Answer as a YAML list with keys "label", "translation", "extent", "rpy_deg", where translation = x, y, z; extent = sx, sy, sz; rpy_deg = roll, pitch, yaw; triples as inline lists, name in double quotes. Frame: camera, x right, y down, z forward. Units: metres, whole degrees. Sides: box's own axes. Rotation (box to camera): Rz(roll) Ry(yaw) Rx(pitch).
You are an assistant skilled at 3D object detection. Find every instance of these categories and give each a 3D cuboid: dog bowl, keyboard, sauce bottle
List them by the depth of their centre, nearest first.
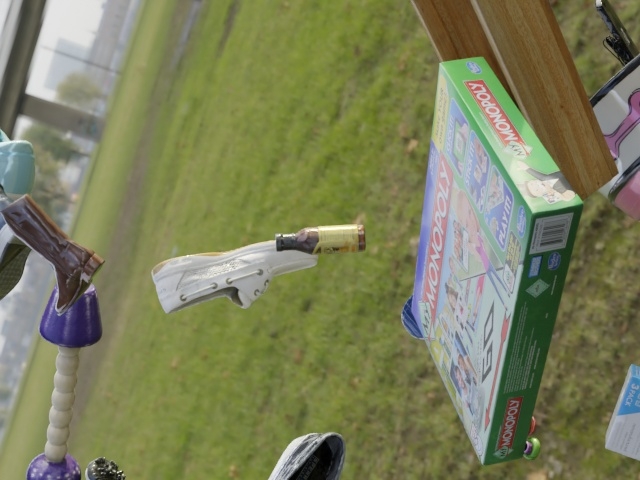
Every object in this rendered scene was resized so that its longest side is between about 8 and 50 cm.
- label: "dog bowl"
  translation: [0.541, -0.182, 1.458]
  extent: [0.150, 0.408, 0.408]
  rpy_deg: [57, 144, 17]
- label: "sauce bottle"
  translation: [0.000, 0.000, 1.475]
  extent: [0.042, 0.128, 0.042]
  rpy_deg: [-3, -90, -90]
- label: "keyboard"
  translation: [0.574, -0.383, 2.004]
  extent: [0.038, 0.192, 0.100]
  rpy_deg: [-28, 20, 31]

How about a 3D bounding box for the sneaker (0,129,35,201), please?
- label: "sneaker"
  translation: [-0.617, -0.163, 1.809]
  extent: [0.135, 0.366, 0.150]
  rpy_deg: [6, -77, -60]

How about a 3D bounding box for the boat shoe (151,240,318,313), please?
- label: "boat shoe"
  translation: [-0.128, 0.065, 1.672]
  extent: [0.098, 0.277, 0.096]
  rpy_deg: [117, 140, -69]

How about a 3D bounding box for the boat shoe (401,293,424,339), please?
- label: "boat shoe"
  translation: [0.178, 0.066, 1.338]
  extent: [0.066, 0.066, 0.183]
  rpy_deg: [-29, -11, -49]

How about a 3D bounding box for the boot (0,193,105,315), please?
- label: "boot"
  translation: [-0.288, 0.014, 1.074]
  extent: [0.106, 0.114, 0.037]
  rpy_deg: [-49, 5, 36]

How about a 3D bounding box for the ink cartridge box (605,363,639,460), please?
- label: "ink cartridge box"
  translation: [0.465, 0.240, 1.310]
  extent: [0.061, 0.181, 0.104]
  rpy_deg: [-26, -47, -72]

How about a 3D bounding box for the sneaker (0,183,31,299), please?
- label: "sneaker"
  translation: [-0.501, -0.005, 1.491]
  extent: [0.226, 0.163, 0.086]
  rpy_deg: [-52, -12, 33]

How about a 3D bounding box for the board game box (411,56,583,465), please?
- label: "board game box"
  translation: [0.148, 0.025, 0.948]
  extent: [0.213, 0.046, 0.317]
  rpy_deg: [-112, 17, -46]

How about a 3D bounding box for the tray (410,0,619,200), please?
- label: "tray"
  translation: [0.162, -0.237, 1.057]
  extent: [0.076, 0.411, 0.203]
  rpy_deg: [-36, 36, -2]

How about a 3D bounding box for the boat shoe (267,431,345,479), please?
- label: "boat shoe"
  translation: [-0.047, 0.426, 1.599]
  extent: [0.102, 0.108, 0.301]
  rpy_deg: [-31, 20, 55]

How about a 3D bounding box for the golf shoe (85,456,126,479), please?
- label: "golf shoe"
  translation: [-0.301, 0.378, 1.427]
  extent: [0.077, 0.094, 0.198]
  rpy_deg: [-91, -10, -52]

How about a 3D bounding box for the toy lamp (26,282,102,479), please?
- label: "toy lamp"
  translation: [-0.319, 0.180, 1.288]
  extent: [0.080, 0.080, 0.275]
  rpy_deg: [-111, 29, -69]

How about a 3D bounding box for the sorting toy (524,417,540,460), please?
- label: "sorting toy"
  translation: [0.446, 0.433, 2.283]
  extent: [0.061, 0.042, 0.102]
  rpy_deg: [-38, 43, 46]
